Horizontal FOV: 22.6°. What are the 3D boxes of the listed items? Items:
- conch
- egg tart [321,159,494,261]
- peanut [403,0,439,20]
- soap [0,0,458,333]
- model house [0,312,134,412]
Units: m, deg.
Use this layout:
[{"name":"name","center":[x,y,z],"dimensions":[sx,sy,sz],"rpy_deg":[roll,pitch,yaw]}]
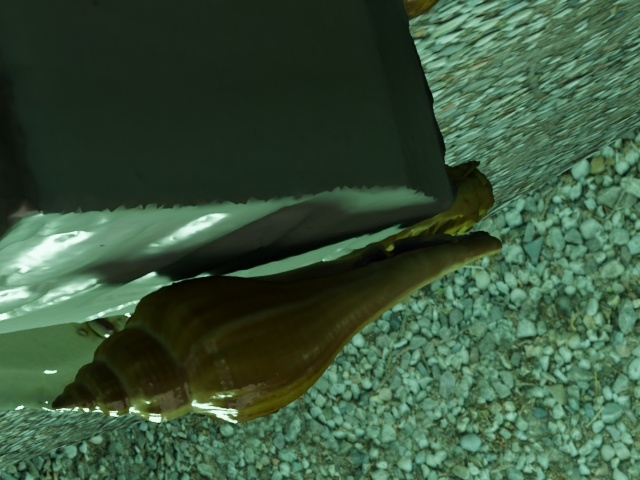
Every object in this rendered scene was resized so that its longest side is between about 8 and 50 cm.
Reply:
[{"name":"conch","center":[-0.017,0.058,1.007],"dimensions":[0.330,0.093,0.109],"rpy_deg":[-12,174,-31]},{"name":"egg tart","center":[0.004,-0.002,1.484],"dimensions":[0.341,0.129,0.341],"rpy_deg":[-30,-178,1]},{"name":"peanut","center":[0.032,-0.205,1.380],"dimensions":[0.207,0.087,0.087],"rpy_deg":[-34,167,34]},{"name":"soap","center":[-0.138,-0.072,0.970],"dimensions":[0.350,0.213,0.435],"rpy_deg":[-24,170,38]},{"name":"model house","center":[-0.210,-0.011,1.362],"dimensions":[0.297,0.282,0.317],"rpy_deg":[35,128,-26]}]
